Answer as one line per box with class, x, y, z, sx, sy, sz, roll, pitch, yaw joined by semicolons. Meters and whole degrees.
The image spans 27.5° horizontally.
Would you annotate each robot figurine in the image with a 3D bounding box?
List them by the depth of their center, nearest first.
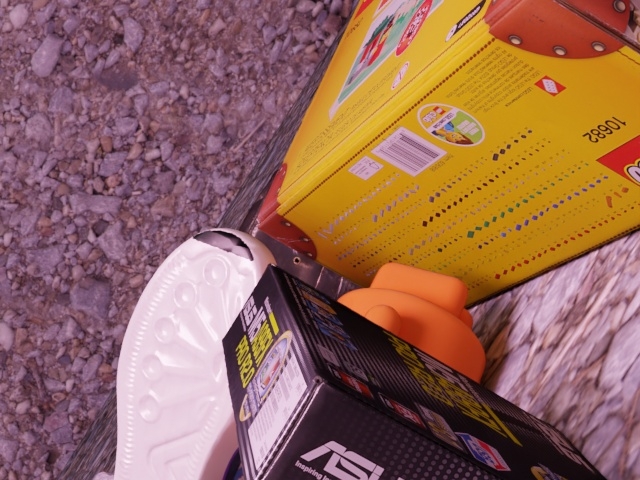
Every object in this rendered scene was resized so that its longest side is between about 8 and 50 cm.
robot figurine;0.044;0.124;0.960;0.158;0.128;0.219;-36;24;58

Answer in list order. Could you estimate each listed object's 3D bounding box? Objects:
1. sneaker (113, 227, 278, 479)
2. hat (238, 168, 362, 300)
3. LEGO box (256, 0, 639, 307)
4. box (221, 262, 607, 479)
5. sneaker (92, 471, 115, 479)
sneaker;-0.056;0.135;1.120;0.236;0.130;0.322;-9;-64;-58
hat;-0.034;0.021;1.427;0.331;0.134;0.331;-163;90;-75
LEGO box;0.176;-0.182;1.001;0.372;0.193;0.500;-65;12;-22
box;0.059;0.110;0.677;0.060;0.216;0.270;-59;10;5
sneaker;-0.225;0.375;1.445;0.366;0.137;0.210;133;160;-76
